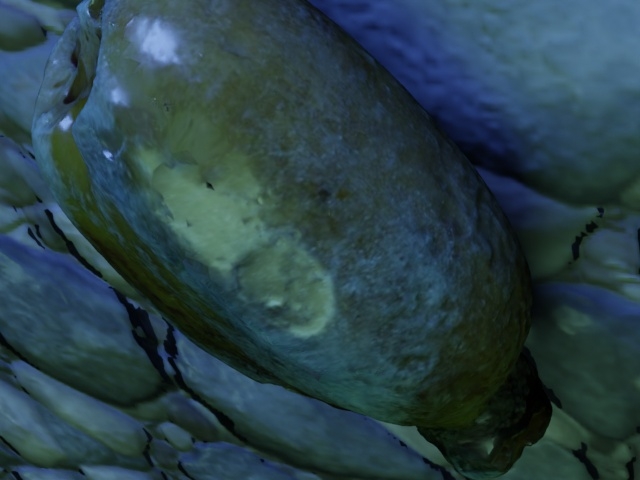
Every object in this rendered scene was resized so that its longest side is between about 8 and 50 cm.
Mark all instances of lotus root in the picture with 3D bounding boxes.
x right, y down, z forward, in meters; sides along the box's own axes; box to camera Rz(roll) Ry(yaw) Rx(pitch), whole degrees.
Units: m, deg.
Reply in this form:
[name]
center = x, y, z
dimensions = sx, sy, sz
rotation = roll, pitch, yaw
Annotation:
[lotus root]
center = 0.000, 0.000, 0.418
dimensions = 0.192, 0.088, 0.113
rotation = 43, 155, -21
